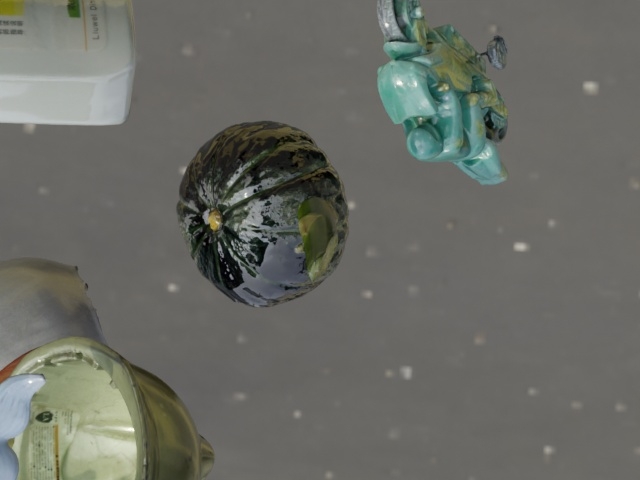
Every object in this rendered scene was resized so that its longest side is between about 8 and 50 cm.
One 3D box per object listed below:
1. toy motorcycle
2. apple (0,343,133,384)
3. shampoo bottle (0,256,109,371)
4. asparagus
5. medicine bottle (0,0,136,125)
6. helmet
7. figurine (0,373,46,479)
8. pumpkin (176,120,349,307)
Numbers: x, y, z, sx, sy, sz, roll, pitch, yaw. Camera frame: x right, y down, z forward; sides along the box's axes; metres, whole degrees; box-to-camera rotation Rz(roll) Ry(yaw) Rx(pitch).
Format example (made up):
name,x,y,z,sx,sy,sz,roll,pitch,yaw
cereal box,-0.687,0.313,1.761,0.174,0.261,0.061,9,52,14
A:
name,x,y,z,sx,sy,sz,roll,pitch,yaw
toy motorcycle,0.153,-0.172,2.002,0.109,0.198,0.296,-12,150,32
apple,-0.265,0.209,1.700,0.209,0.209,0.164,16,156,-18
shampoo bottle,-0.381,0.167,1.965,0.266,0.273,0.273,-19,158,-13
asparagus,0.000,0.000,1.725,0.041,0.178,0.045,-26,111,7
medicine bottle,-0.316,-0.178,1.465,0.296,0.161,0.111,1,135,-12
helmet,-0.159,0.182,1.371,0.137,0.204,0.257,6,171,-38
figurine,-0.276,0.125,1.128,0.208,0.128,0.184,9,174,25
pumpkin,-0.069,-0.031,1.944,0.220,0.220,0.162,-19,173,43
